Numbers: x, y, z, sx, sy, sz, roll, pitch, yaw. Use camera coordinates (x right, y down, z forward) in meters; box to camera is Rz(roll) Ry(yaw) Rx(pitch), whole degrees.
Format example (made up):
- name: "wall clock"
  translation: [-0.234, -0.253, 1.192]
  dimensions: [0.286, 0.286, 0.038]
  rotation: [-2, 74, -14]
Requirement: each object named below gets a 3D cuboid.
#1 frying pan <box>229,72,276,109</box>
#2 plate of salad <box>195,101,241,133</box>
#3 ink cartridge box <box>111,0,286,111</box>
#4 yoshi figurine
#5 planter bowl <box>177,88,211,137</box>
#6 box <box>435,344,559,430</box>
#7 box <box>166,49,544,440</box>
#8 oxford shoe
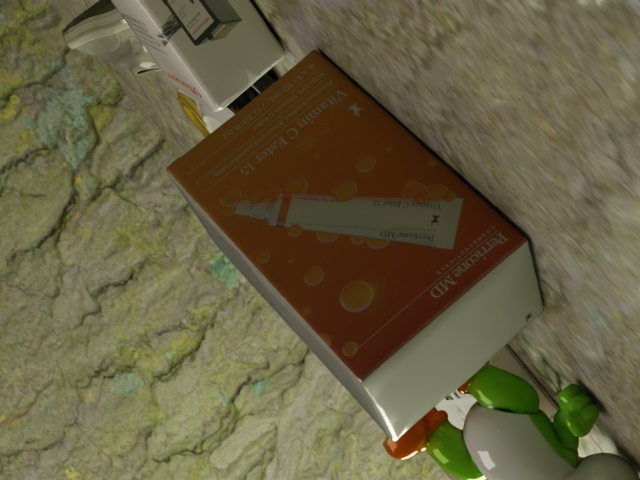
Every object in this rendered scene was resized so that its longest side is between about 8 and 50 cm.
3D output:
- name: "frying pan"
  translation: [-0.105, -0.190, 1.739]
  dimensions: [0.197, 0.053, 0.326]
  rotation: [49, 169, -19]
- name: "plate of salad"
  translation: [-0.093, -0.135, 1.675]
  dimensions: [0.200, 0.048, 0.200]
  rotation: [42, 169, 10]
- name: "ink cartridge box"
  translation: [-0.185, -0.306, 1.476]
  dimensions: [0.273, 0.115, 0.198]
  rotation: [54, 172, -26]
- name: "yoshi figurine"
  translation: [0.259, 0.278, 1.427]
  dimensions: [0.362, 0.203, 0.203]
  rotation: [33, 150, 7]
- name: "planter bowl"
  translation: [-0.158, -0.210, 1.900]
  dimensions: [0.217, 0.090, 0.217]
  rotation: [50, 173, 8]
- name: "box"
  translation: [0.197, 0.182, 1.726]
  dimensions: [0.232, 0.058, 0.322]
  rotation: [51, 167, 0]
- name: "box"
  translation: [0.035, 0.000, 1.294]
  dimensions: [0.345, 0.215, 0.168]
  rotation: [45, 171, 31]
- name: "oxford shoe"
  translation: [-0.276, -0.314, 1.830]
  dimensions: [0.130, 0.169, 0.449]
  rotation: [51, 168, -20]
